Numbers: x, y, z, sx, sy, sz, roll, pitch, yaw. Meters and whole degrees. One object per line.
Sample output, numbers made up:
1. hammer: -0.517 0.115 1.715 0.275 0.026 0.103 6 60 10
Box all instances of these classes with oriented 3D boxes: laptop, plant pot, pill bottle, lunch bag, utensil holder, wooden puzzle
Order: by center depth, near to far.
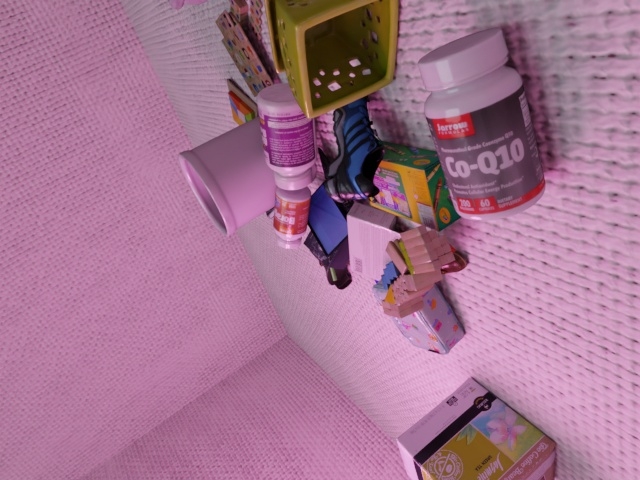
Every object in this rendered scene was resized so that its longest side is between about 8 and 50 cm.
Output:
1. pill bottle: 0.271 -0.191 0.828 0.161 0.161 0.283 23 142 60
2. plant pot: 0.011 -0.433 1.025 0.207 0.227 0.228 54 164 33
3. lunch bag: 0.291 0.222 1.487 0.279 0.108 0.224 55 156 -17
4. pill bottle: -0.097 -0.315 1.509 0.169 0.169 0.302 40 146 42
5. laptop: 0.011 -0.121 1.599 0.234 0.136 0.264 59 173 31
6. pill bottle: -0.101 -0.083 1.681 0.121 0.121 0.216 42 137 39
7. utensil holder: -0.256 -0.249 1.747 0.327 0.385 0.328 48 159 25
8. wooden puzzle: -0.314 -0.516 2.004 0.239 0.044 0.221 49 161 24

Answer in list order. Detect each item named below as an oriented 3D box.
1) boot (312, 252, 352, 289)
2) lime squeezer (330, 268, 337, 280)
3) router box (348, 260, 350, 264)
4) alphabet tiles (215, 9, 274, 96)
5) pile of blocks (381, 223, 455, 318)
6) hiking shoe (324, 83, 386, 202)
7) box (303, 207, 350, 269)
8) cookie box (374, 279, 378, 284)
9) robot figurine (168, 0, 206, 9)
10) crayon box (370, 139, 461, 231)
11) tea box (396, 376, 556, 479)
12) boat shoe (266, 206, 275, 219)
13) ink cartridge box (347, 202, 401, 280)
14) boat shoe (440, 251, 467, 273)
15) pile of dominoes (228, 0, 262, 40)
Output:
1. boot: 0.018 0.086 2.020 0.229 0.091 0.263 50 176 27
2. lime squeezer: 0.000 0.000 1.848 0.310 0.058 0.110 67 151 26
3. router box: 0.093 0.023 1.833 0.179 0.046 0.133 26 144 60
4. alphabet tiles: -0.249 -0.606 1.669 0.343 0.011 0.285 59 168 -21
5. pile of blocks: 0.244 0.070 1.239 0.149 0.112 0.362 60 155 26
6. hiking shoe: 0.102 -0.237 1.164 0.132 0.113 0.304 4 86 31
7. box: 0.046 -0.007 1.705 0.093 0.156 0.158 10 -156 -47
8. cookie box: 0.243 0.164 1.687 0.092 0.040 0.107 60 162 -7
9. robot figurine: -0.369 -0.809 1.369 0.353 0.199 0.300 -178 99 -72
10. crayon box: 0.209 -0.143 1.200 0.278 0.081 0.165 30 147 55
11. tea box: 0.466 0.660 1.465 0.323 0.329 0.220 35 151 48
12. boat shoe: -0.230 -0.155 2.348 0.076 0.080 0.228 57 170 -5
13. ink cartridge box: 0.214 0.036 1.513 0.261 0.066 0.296 21 148 20
14. boat shoe: 0.316 0.067 1.294 0.064 0.060 0.178 55 159 -13
15. pile of dominoes: -0.243 -0.740 1.456 0.196 0.040 0.251 54 162 12
